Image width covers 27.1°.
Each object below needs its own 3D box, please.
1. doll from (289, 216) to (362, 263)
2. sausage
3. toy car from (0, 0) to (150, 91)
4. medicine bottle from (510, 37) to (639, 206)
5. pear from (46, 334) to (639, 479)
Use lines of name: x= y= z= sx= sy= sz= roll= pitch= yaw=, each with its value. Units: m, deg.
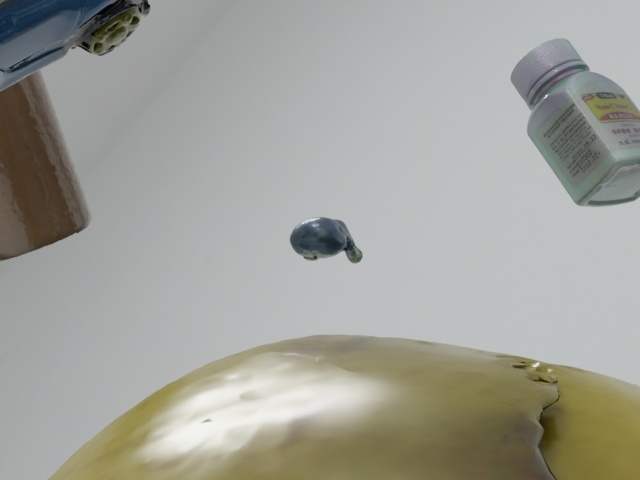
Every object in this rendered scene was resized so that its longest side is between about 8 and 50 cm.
doll: x=0.000 y=0.000 z=1.474 sx=0.083 sy=0.076 sz=0.050 roll=8 pitch=-99 yaw=-67
sausage: x=-0.323 y=-0.115 z=1.317 sx=0.123 sy=0.123 sz=0.253 roll=-32 pitch=-72 yaw=-49
toy car: x=-0.258 y=-0.214 z=0.987 sx=0.314 sy=0.198 sz=0.166 roll=-33 pitch=-7 yaw=-25
medicine bottle: x=0.187 y=-0.084 z=0.944 sx=0.074 sy=0.118 sz=0.055 roll=-5 pitch=-35 yaw=-42
pear: x=0.006 y=0.186 z=0.392 sx=0.336 sy=0.285 sz=0.285 roll=-60 pitch=-24 yaw=9
